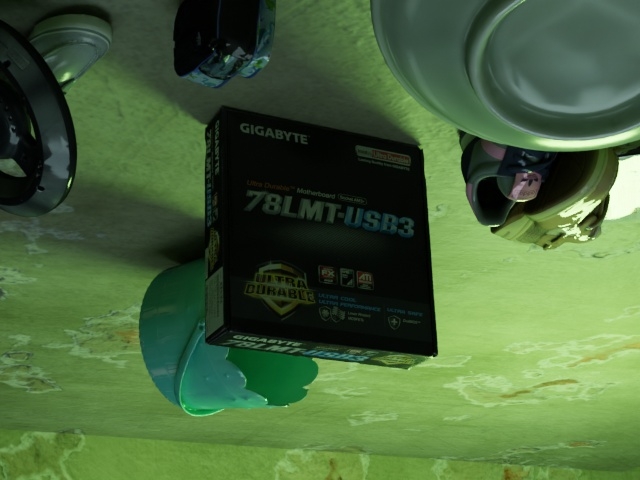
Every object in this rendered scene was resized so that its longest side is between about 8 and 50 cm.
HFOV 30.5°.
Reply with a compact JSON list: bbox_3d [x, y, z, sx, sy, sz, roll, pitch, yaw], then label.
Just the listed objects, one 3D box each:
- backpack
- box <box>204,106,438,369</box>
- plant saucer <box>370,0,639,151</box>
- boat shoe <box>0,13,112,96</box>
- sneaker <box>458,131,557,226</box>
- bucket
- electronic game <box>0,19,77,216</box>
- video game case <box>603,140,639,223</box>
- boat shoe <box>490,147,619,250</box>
[{"bbox_3d":[-0.099,-0.209,1.195,0.084,0.105,0.114,13,159,-30],"label":"backpack"},{"bbox_3d":[0.000,0.000,1.471,0.296,0.293,0.073,10,156,-26],"label":"box"},{"bbox_3d":[0.245,-0.200,1.111,0.401,0.100,0.400,3,141,3],"label":"plant saucer"},{"bbox_3d":[-0.308,-0.174,1.293,0.227,0.081,0.079,-21,151,40],"label":"boat shoe"},{"bbox_3d":[0.259,-0.122,1.405,0.112,0.131,0.319,4,157,-11],"label":"sneaker"},{"bbox_3d":[-0.143,0.145,1.872,0.183,0.281,0.281,-13,156,31],"label":"bucket"},{"bbox_3d":[-0.345,-0.132,1.255,0.229,0.229,0.048,-26,-174,46],"label":"electronic game"},{"bbox_3d":[0.475,-0.093,1.614,0.210,0.041,0.232,-7,157,14],"label":"video game case"},{"bbox_3d":[0.324,-0.058,1.527,0.110,0.121,0.341,24,170,-4],"label":"boat shoe"}]
